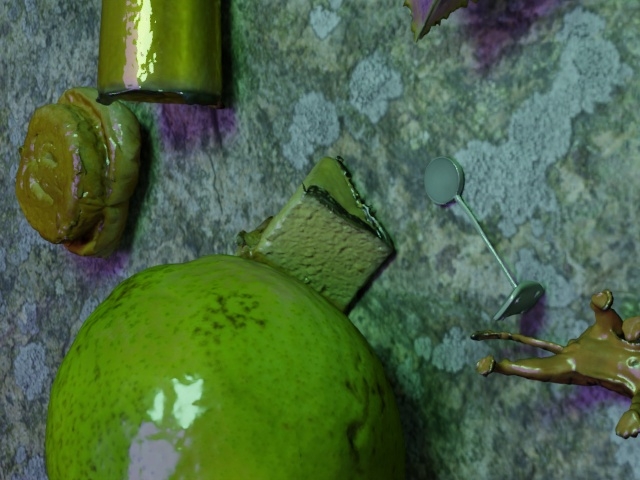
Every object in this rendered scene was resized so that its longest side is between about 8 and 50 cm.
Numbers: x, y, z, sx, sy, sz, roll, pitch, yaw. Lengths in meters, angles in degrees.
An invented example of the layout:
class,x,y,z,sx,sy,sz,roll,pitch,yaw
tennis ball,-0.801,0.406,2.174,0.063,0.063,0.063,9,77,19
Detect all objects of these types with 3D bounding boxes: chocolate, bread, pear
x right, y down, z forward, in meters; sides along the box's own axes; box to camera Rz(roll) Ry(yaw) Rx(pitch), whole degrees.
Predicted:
class,x,y,z,sx,sy,sz,roll,pitch,yaw
chocolate,-0.184,-0.383,1.370,0.162,0.162,0.445,2,89,46
bread,0.000,0.000,1.253,0.152,0.127,0.147,41,124,-3
bread,-0.337,-0.096,1.549,0.198,0.120,0.236,35,116,41
pear,-0.105,0.193,1.160,0.391,0.391,0.391,3,95,46

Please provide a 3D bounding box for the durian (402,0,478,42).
class,x,y,z,sx,sy,sz,roll,pitch,yaw
durian,0.192,-0.344,1.009,0.341,0.112,0.191,-37,57,31

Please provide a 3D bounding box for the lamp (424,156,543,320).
class,x,y,z,sx,sy,sz,roll,pitch,yaw
lamp,0.151,-0.007,1.107,0.050,0.056,0.198,-56,52,36

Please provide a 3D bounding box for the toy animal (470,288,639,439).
class,x,y,z,sx,sy,sz,roll,pitch,yaw
toy animal,0.245,0.108,0.998,0.255,0.116,0.114,22,85,48
